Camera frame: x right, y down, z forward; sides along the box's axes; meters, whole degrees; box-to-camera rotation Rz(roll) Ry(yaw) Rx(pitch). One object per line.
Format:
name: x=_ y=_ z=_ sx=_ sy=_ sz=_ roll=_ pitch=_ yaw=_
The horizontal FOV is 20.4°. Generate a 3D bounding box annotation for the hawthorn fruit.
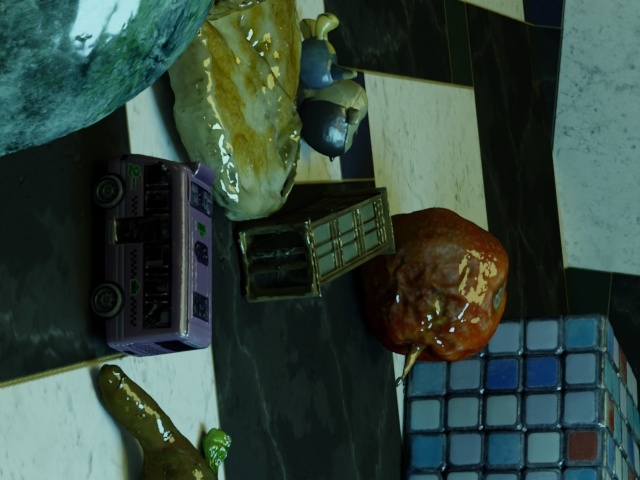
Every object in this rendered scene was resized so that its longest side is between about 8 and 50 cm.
hawthorn fruit: x=0.142 y=0.087 z=2.317 sx=0.207 sy=0.207 sz=0.243 roll=57 pitch=45 yaw=-54

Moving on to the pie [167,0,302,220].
pie: x=-0.089 y=-0.183 z=1.875 sx=0.339 sy=0.077 sz=0.339 roll=-2 pitch=90 yaw=-70

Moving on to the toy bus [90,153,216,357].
toy bus: x=-0.145 y=0.012 z=1.606 sx=0.087 sy=0.098 sz=0.178 roll=32 pitch=55 yaw=-66

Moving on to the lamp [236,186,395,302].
lamp: x=0.000 y=0.000 z=2.058 sx=0.325 sy=0.089 sz=0.090 roll=-28 pitch=112 yaw=-71

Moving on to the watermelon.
watermelon: x=-0.229 y=-0.227 z=1.315 sx=0.387 sy=0.258 sz=0.228 roll=-37 pitch=150 yaw=-19

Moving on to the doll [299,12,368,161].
doll: x=0.012 y=-0.185 z=2.166 sx=0.089 sy=0.102 sz=0.179 roll=-1 pitch=89 yaw=-29

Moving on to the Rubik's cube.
Rubik's cube: x=0.293 y=0.286 z=2.532 sx=0.287 sy=0.293 sz=0.292 roll=51 pitch=36 yaw=-59

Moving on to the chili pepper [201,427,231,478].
chili pepper: x=-0.109 y=0.226 z=1.769 sx=0.030 sy=0.034 sz=0.091 roll=33 pitch=46 yaw=-24

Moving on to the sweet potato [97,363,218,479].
sweet potato: x=-0.133 y=0.215 z=1.625 sx=0.075 sy=0.075 sz=0.269 roll=-66 pitch=142 yaw=-56

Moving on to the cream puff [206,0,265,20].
cream puff: x=-0.114 y=-0.299 z=1.640 sx=0.169 sy=0.183 sz=0.183 roll=5 pitch=80 yaw=-80
